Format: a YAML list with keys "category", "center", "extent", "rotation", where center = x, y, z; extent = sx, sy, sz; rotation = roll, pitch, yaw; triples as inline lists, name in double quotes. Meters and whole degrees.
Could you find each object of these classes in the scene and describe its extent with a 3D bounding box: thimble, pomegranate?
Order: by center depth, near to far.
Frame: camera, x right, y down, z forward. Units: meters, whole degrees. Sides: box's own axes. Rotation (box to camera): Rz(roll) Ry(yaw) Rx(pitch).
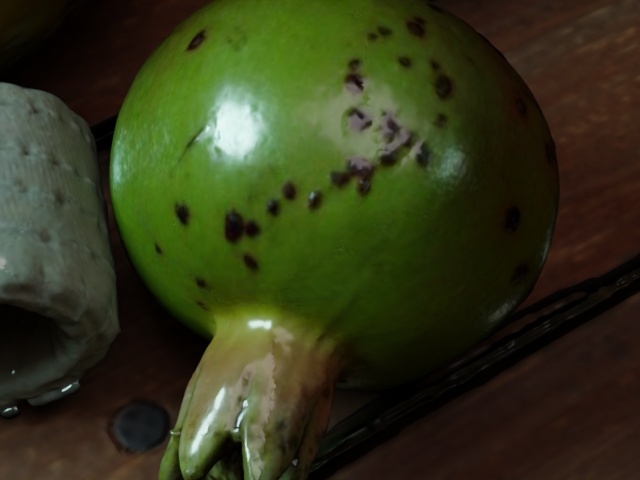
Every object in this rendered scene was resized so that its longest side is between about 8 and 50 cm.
- category: "thimble"
  center: [-0.131, 0.005, 0.554]
  extent: [0.115, 0.102, 0.090]
  rotation: [-18, 60, 11]
- category: "pomegranate"
  center: [0.000, 0.000, 0.561]
  extent: [0.159, 0.159, 0.205]
  rotation: [19, 66, 0]

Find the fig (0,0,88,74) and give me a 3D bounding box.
- category: "fig"
  center: [-0.235, -0.204, 0.621]
  extent: [0.368, 0.286, 0.286]
  rotation: [13, 50, 35]
